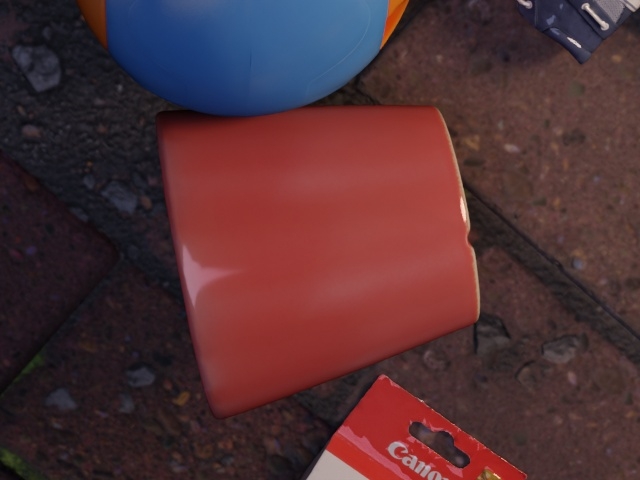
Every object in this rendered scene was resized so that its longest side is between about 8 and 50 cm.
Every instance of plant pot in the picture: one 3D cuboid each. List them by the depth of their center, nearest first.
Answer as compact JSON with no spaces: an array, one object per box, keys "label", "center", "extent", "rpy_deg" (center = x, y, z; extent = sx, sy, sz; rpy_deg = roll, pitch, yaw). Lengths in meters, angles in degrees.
[{"label":"plant pot","center":[0.000,0.000,1.531],"extent":[0.243,0.275,0.275],"rpy_deg":[-11,106,-1]}]

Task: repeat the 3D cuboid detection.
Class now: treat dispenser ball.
[{"label":"treat dispenser ball","center":[-0.063,-0.244,1.435],"extent":[0.288,0.288,0.288],"rpy_deg":[1,107,5]}]

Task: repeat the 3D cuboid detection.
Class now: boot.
[{"label":"boot","center":[0.186,-0.238,1.529],"extent":[0.190,0.069,0.086],"rpy_deg":[39,103,-9]}]

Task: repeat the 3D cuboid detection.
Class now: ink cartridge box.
[{"label":"ink cartridge box","center":[0.063,0.269,1.704],"extent":[0.181,0.056,0.224],"rpy_deg":[35,108,-6]}]
